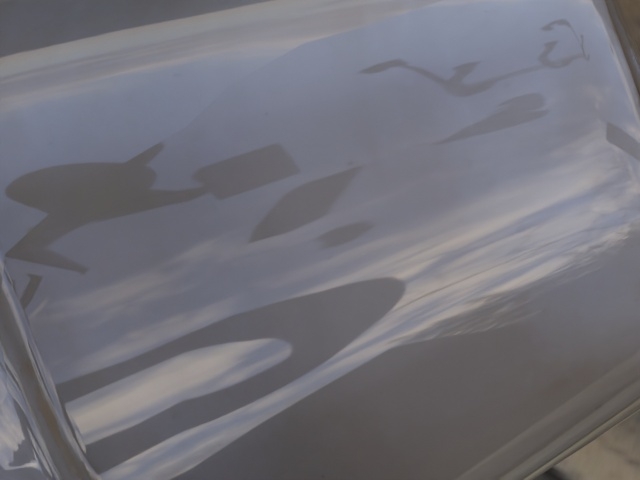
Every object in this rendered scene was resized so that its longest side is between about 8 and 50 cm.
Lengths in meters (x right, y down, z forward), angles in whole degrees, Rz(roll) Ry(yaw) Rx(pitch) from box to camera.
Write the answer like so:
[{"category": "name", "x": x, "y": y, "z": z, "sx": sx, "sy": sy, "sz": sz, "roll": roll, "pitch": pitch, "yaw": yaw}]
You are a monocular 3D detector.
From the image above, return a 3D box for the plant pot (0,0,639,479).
[{"category": "plant pot", "x": 0.000, "y": 0.000, "z": 0.765, "sx": 0.280, "sy": 0.323, "sz": 0.323, "roll": -20, "pitch": 87, "yaw": 12}]
